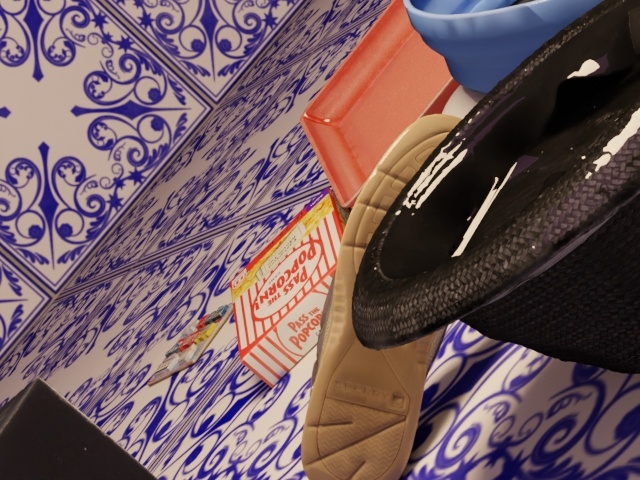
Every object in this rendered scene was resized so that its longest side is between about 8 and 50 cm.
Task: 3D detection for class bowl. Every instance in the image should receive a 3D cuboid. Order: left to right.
[{"bbox_3d":[0.254,-0.222,1.345,0.391,0.077,0.391,-22,19,8],"label":"bowl"}]

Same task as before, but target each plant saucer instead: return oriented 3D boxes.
[{"bbox_3d":[0.095,-0.164,1.772,0.259,0.047,0.258,-50,23,12],"label":"plant saucer"}]

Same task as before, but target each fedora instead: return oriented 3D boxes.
[{"bbox_3d":[0.172,-0.016,1.069,0.334,0.152,0.334,-45,12,12],"label":"fedora"}]

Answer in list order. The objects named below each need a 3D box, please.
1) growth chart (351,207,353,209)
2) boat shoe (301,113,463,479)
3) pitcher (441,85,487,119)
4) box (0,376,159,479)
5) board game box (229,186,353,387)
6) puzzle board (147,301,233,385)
[{"bbox_3d":[0.000,0.000,1.942,0.172,0.021,0.237,-40,14,34],"label":"growth chart"},{"bbox_3d":[0.048,0.048,1.301,0.092,0.102,0.285,154,132,-79],"label":"boat shoe"},{"bbox_3d":[0.143,-0.065,1.433,0.207,0.125,0.178,-82,17,-66],"label":"pitcher"},{"bbox_3d":[-0.343,0.348,1.631,0.312,0.179,0.343,-39,14,39],"label":"box"},{"bbox_3d":[-0.019,0.042,1.767,0.147,0.045,0.193,-45,19,11],"label":"board game box"},{"bbox_3d":[-0.152,0.119,2.109,0.096,0.011,0.128,-54,13,-31],"label":"puzzle board"}]
